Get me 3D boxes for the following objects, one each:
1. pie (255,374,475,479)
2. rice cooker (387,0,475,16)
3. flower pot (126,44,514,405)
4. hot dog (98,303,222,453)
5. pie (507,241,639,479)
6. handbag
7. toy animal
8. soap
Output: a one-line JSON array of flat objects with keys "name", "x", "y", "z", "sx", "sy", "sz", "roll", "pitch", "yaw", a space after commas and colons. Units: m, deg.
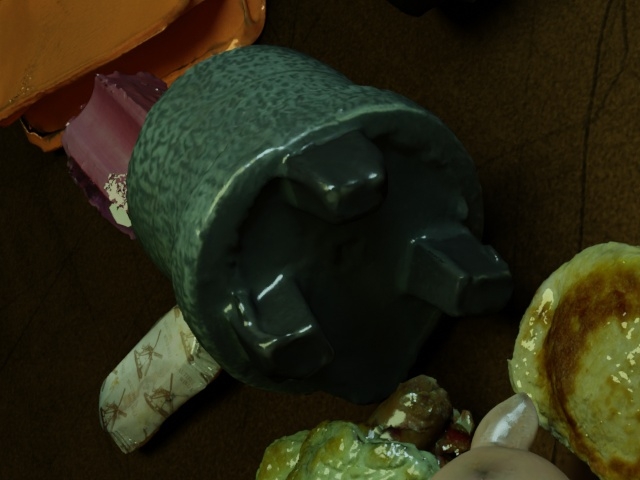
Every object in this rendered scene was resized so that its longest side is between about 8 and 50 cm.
[{"name": "pie", "x": 0.031, "y": 0.268, "z": 1.295, "sx": 0.274, "sy": 0.105, "sz": 0.257, "roll": -28, "pitch": 64, "yaw": 36}, {"name": "rice cooker", "x": 0.085, "y": -0.352, "z": 1.397, "sx": 0.224, "sy": 0.267, "sz": 0.267, "roll": -45, "pitch": 46, "yaw": 14}, {"name": "flower pot", "x": 0.000, "y": 0.000, "z": 1.331, "sx": 0.299, "sy": 0.299, "sz": 0.283, "roll": -60, "pitch": 37, "yaw": 8}, {"name": "hot dog", "x": -0.159, "y": 0.135, "z": 1.578, "sx": 0.191, "sy": 0.059, "sz": 0.108, "roll": -42, "pitch": 46, "yaw": 29}, {"name": "pie", "x": 0.230, "y": 0.094, "z": 1.170, "sx": 0.205, "sy": 0.084, "sz": 0.179, "roll": 42, "pitch": 112, "yaw": 50}, {"name": "handbag", "x": -0.235, "y": -0.296, "z": 1.802, "sx": 0.410, "sy": 0.116, "sz": 0.304, "roll": -21, "pitch": 56, "yaw": 38}, {"name": "toy animal", "x": 0.174, "y": 0.238, "z": 1.104, "sx": 0.248, "sy": 0.165, "sz": 0.149, "roll": 26, "pitch": 128, "yaw": 33}, {"name": "soap", "x": -0.153, "y": -0.074, "z": 1.569, "sx": 0.112, "sy": 0.182, "sz": 0.289, "roll": -58, "pitch": 38, "yaw": 11}]
